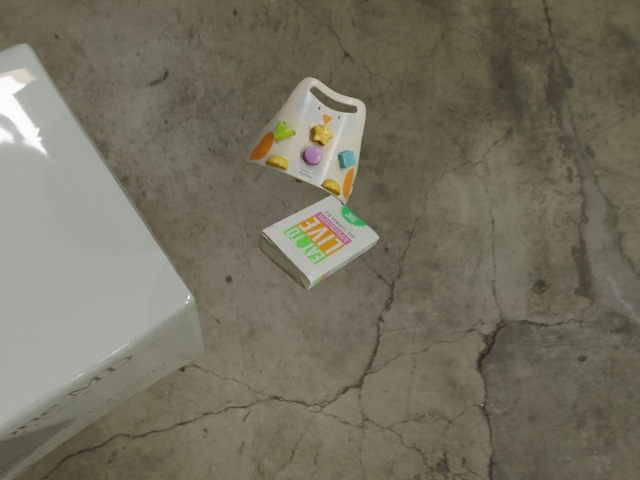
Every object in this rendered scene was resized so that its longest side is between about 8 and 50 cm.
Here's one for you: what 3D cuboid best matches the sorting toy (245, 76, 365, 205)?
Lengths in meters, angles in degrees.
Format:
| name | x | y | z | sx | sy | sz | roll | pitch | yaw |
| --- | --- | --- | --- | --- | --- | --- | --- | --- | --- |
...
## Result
| name | x | y | z | sx | sy | sz | roll | pitch | yaw |
| --- | --- | --- | --- | --- | --- | --- | --- | --- | --- |
| sorting toy | -0.002 | -0.076 | 0.381 | 0.083 | 0.045 | 0.075 | 22 | 86 | -10 |

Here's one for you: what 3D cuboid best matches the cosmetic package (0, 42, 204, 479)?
| name | x | y | z | sx | sy | sz | roll | pitch | yaw |
| --- | --- | --- | --- | --- | --- | --- | --- | --- | --- |
| cosmetic package | -0.364 | 0.068 | 0.611 | 0.330 | 0.393 | 0.327 | -33 | 80 | -19 |

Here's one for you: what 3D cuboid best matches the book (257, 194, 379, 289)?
| name | x | y | z | sx | sy | sz | roll | pitch | yaw |
| --- | --- | --- | --- | --- | --- | --- | --- | --- | --- |
| book | 0.000 | 0.000 | 0.707 | 0.096 | 0.035 | 0.144 | 42 | 47 | 18 |
